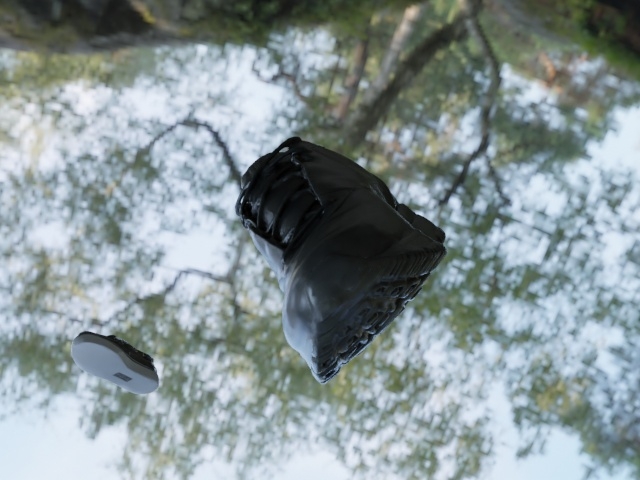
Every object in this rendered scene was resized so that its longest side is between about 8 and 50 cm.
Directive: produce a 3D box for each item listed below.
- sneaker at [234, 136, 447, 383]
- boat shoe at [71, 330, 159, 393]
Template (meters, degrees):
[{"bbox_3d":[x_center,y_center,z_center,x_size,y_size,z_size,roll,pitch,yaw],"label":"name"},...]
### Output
[{"bbox_3d":[0.000,0.000,0.802,0.130,0.109,0.286,44,-175,0],"label":"sneaker"},{"bbox_3d":[-0.228,0.128,1.459,0.142,0.049,0.040,44,-151,-52],"label":"boat shoe"}]
